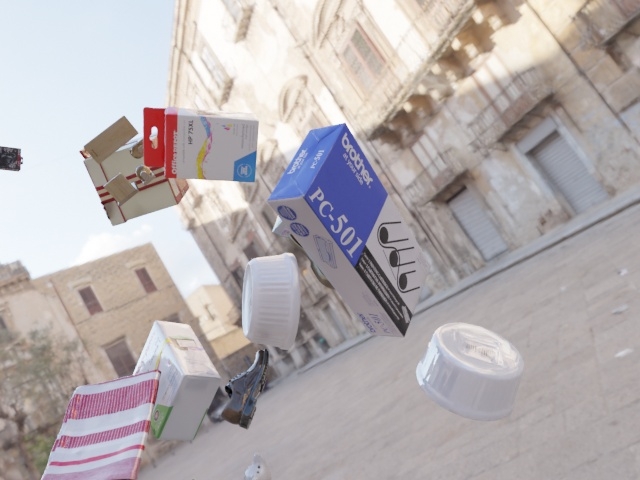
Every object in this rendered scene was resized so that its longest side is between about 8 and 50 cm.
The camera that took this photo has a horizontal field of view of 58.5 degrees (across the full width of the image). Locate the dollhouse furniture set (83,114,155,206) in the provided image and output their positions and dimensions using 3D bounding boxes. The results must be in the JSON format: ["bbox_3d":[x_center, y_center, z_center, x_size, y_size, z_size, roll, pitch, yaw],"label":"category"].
[{"bbox_3d":[-0.468,-0.192,1.343,0.144,0.151,0.123,-40,24,-7],"label":"dollhouse furniture set"}]

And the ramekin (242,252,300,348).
[{"bbox_3d":[-0.145,0.168,1.610,0.127,0.273,0.273,4,-20,-14],"label":"ramekin"}]

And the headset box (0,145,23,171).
[{"bbox_3d":[-0.866,-0.226,1.577,0.083,0.062,0.032,2,-8,-40],"label":"headset box"}]

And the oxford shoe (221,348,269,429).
[{"bbox_3d":[-0.191,0.362,1.460,0.227,0.096,0.083,-68,-10,-49],"label":"oxford shoe"}]

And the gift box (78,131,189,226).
[{"bbox_3d":[-0.599,-0.207,1.820,0.258,0.255,0.276,-17,15,4],"label":"gift box"}]

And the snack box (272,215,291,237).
[{"bbox_3d":[-0.048,-0.074,1.132,0.141,0.037,0.100,138,151,-63],"label":"snack box"}]

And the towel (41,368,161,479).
[{"bbox_3d":[-0.518,0.452,1.363,0.237,0.037,0.329,-13,33,5],"label":"towel"}]

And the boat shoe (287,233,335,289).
[{"bbox_3d":[0.000,0.000,1.585,0.111,0.307,0.104,4,-56,-41],"label":"boat shoe"}]

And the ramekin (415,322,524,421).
[{"bbox_3d":[0.409,0.342,1.545,0.277,0.277,0.135,-20,-50,-51],"label":"ramekin"}]

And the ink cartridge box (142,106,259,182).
[{"bbox_3d":[-0.247,-0.197,1.173,0.231,0.134,0.078,1,23,-12],"label":"ink cartridge box"}]

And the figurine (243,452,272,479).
[{"bbox_3d":[-0.107,0.566,1.155,0.092,0.215,0.209,-13,-51,5],"label":"figurine"}]

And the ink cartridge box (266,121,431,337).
[{"bbox_3d":[0.038,-0.003,0.560,0.046,0.207,0.097,-3,47,39],"label":"ink cartridge box"}]

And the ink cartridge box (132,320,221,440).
[{"bbox_3d":[-0.404,0.379,1.575,0.117,0.278,0.201,17,-76,-37],"label":"ink cartridge box"}]

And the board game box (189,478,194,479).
[{"bbox_3d":[-0.283,0.739,1.282,0.213,0.317,0.046,-33,-6,-34],"label":"board game box"}]
